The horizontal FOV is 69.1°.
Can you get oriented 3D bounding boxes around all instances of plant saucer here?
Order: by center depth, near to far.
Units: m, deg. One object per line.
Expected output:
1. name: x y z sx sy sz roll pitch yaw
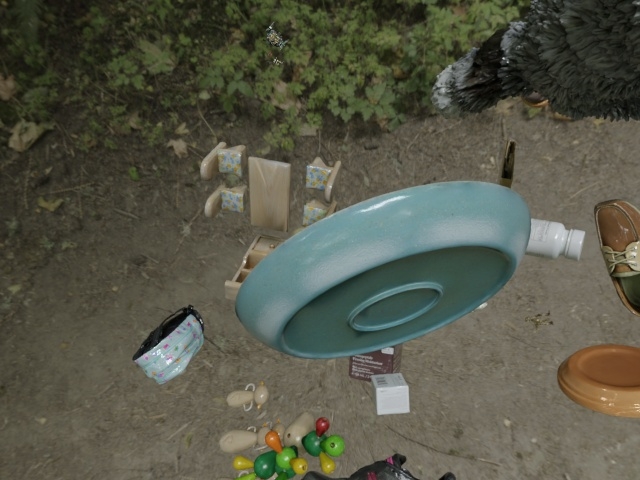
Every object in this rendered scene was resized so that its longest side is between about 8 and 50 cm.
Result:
1. plant saucer: 0.073 0.056 0.486 0.318 0.317 0.043 -17 61 -2
2. plant saucer: 0.533 0.240 0.831 0.200 0.200 0.037 -14 104 -1

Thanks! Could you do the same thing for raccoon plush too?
1. raccoon plush: 0.250 -0.183 0.469 0.299 0.446 0.216 -21 86 -41

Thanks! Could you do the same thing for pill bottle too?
1. pill bottle: 0.778 -0.003 1.610 0.229 0.131 0.131 13 76 32

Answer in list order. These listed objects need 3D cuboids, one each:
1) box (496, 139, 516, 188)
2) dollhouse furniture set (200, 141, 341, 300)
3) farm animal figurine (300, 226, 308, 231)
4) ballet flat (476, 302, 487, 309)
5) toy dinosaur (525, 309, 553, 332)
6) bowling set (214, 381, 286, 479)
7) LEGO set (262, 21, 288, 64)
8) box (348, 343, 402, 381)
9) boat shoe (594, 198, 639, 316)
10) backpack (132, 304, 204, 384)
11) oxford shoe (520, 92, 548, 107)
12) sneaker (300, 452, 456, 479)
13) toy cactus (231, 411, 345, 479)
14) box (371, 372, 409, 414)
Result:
1. box: 0.331 -0.062 0.867 0.021 0.201 0.164 12 37 17
2. dollhouse furniture set: -0.156 -0.037 1.334 0.362 0.394 0.256 11 38 9
3. farm animal figurine: 0.000 0.000 1.694 0.330 0.327 0.172 -41 103 -27
4. ballet flat: 0.404 0.138 1.186 0.070 0.188 0.070 9 37 -7
5. toy dinosaur: 0.819 0.299 1.745 0.093 0.183 0.053 -17 60 30
6. bowling set: -0.142 0.518 1.163 0.154 0.200 0.287 -19 48 28
7. LEGO set: -0.096 -0.405 0.962 0.054 0.023 0.083 11 96 -21
8. box: 0.214 0.415 1.770 0.169 0.167 0.203 5 95 22
9. boat shoe: 0.801 0.051 1.201 0.120 0.123 0.324 -37 102 -40
10. backpack: -0.361 0.255 1.122 0.152 0.182 0.115 -41 98 15
11. oxford shoe: 0.498 -0.450 0.934 0.133 0.363 0.130 0 33 -37
12. sneaker: 0.178 0.735 1.383 0.483 0.185 0.202 4 73 6
13. toy cactus: -0.055 0.327 0.721 0.112 0.180 0.219 46 109 0
14. box: 0.213 0.471 1.431 0.102 0.101 0.087 -3 97 -3
